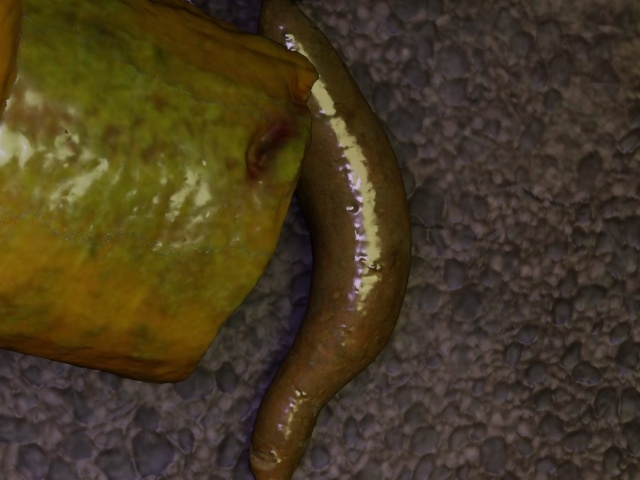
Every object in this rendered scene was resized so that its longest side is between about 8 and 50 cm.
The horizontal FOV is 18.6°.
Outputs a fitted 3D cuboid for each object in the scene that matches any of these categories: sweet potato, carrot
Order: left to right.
[{"bbox_3d":[-0.170,-0.051,1.141,0.340,0.241,0.241,16,87,-25],"label":"carrot"},{"bbox_3d":[0.007,0.004,1.313,0.108,0.079,0.346,1,97,-8],"label":"sweet potato"}]

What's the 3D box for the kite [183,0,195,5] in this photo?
[{"bbox_3d":[-0.136,-0.179,1.219,0.156,0.139,0.011,34,66,17],"label":"kite"}]
